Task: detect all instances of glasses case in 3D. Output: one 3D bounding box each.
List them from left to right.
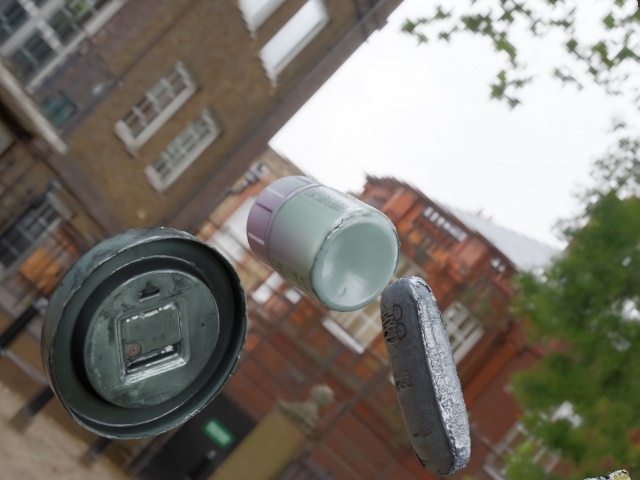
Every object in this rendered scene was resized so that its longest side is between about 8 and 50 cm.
[{"bbox_3d":[0.148,0.190,1.806,0.109,0.067,0.282,-22,-101,61],"label":"glasses case"}]

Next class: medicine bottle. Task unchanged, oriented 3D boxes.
[{"bbox_3d":[0.000,0.000,1.573,0.168,0.135,0.135,30,-17,49],"label":"medicine bottle"}]

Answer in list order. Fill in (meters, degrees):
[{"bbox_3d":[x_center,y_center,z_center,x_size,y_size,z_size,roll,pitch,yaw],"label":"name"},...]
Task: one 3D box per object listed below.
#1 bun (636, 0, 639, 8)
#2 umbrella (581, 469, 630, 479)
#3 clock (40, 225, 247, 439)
[{"bbox_3d":[0.451,-0.247,1.338,0.281,0.205,0.281,42,-24,23],"label":"bun"},{"bbox_3d":[0.221,0.241,1.150,0.037,0.144,0.040,22,-56,58],"label":"umbrella"},{"bbox_3d":[-0.180,0.094,1.317,0.049,0.226,0.226,30,-17,50],"label":"clock"}]
